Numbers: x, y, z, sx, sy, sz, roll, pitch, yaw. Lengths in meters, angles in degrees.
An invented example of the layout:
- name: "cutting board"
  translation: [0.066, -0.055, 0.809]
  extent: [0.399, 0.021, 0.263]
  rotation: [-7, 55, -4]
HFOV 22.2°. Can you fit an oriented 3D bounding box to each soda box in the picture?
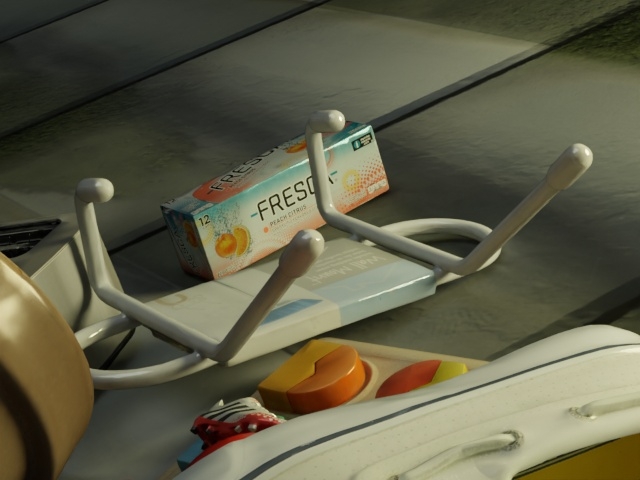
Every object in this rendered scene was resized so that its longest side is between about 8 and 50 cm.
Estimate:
- name: "soda box"
  translation: [-0.036, -0.035, 1.328]
  extent: [0.183, 0.063, 0.058]
  rotation: [-29, 25, -27]

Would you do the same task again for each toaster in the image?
- name: "toaster"
  translation: [-0.235, 0.068, 1.163]
  extent: [0.186, 0.110, 0.168]
  rotation: [-6, 25, 26]

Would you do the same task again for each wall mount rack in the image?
- name: "wall mount rack"
  translation: [0.000, 0.000, 1.069]
  extent: [0.350, 0.130, 0.304]
  rotation: [-19, 22, -31]

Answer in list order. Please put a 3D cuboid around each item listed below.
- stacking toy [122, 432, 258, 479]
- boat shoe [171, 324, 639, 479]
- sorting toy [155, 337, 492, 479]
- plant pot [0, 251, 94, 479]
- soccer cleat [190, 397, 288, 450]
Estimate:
- name: "stacking toy"
  translation: [-0.144, 0.179, 0.787]
  extent: [0.330, 0.141, 0.141]
  rotation: [-22, 22, -16]
- name: "boat shoe"
  translation: [0.066, 0.151, 0.730]
  extent: [0.367, 0.135, 0.156]
  rotation: [-18, 22, -29]
- name: "sorting toy"
  translation: [0.010, 0.113, 0.965]
  extent: [0.193, 0.038, 0.208]
  rotation: [5, 30, 45]
- name: "plant pot"
  translation: [-0.293, 0.125, 0.923]
  extent: [0.263, 0.263, 0.229]
  rotation: [-4, 42, 31]
- name: "soccer cleat"
  translation: [-0.039, 0.106, 0.947]
  extent: [0.083, 0.029, 0.035]
  rotation: [-5, 33, 42]
